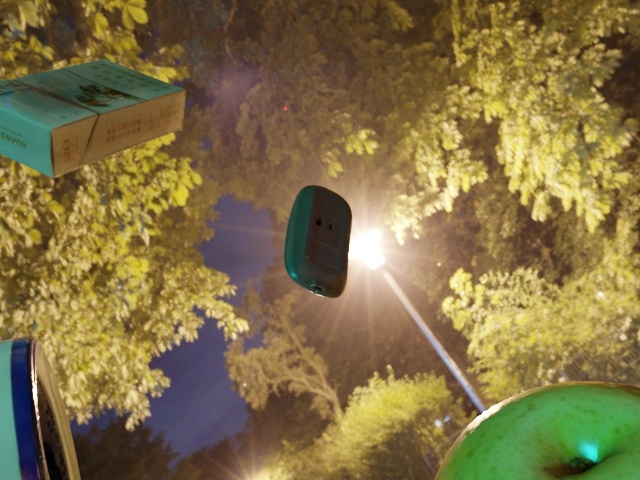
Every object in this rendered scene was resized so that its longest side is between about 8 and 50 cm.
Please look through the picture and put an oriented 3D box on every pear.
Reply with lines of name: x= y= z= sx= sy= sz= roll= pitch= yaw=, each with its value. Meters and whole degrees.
pear: x=0.264 y=0.299 z=0.530 sx=0.348 sy=0.348 sz=0.348 roll=-31 pitch=-21 yaw=-13

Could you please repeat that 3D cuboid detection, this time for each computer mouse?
computer mouse: x=-0.001 y=0.000 z=1.051 sx=0.120 sy=0.232 sz=0.057 roll=24 pitch=-43 yaw=-19

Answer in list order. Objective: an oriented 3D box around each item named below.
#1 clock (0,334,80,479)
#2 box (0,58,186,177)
clock: x=-0.217 y=0.188 z=0.430 sx=0.083 sy=0.230 sz=0.230 roll=-14 pitch=-27 yaw=-19
box: x=-0.302 y=-0.163 z=0.767 sx=0.233 sy=0.150 sz=0.067 roll=-42 pitch=-32 yaw=-54
